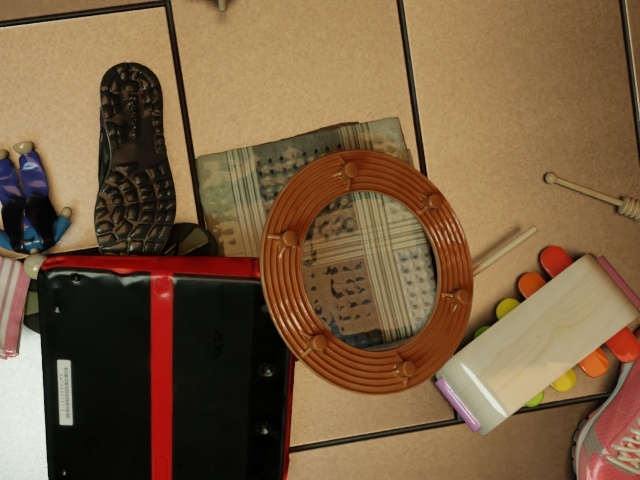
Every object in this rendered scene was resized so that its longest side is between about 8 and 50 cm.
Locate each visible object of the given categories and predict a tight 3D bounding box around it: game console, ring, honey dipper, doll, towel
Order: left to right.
[{"bbox_3d":[-0.485,0.070,1.392,0.197,0.029,0.144,19,59,-31],"label":"towel"},{"bbox_3d":[-0.411,-0.036,1.454,0.129,0.046,0.189,-16,82,-5],"label":"doll"},{"bbox_3d":[-0.205,0.199,1.439,0.342,0.060,0.387,2,114,-3],"label":"game console"},{"bbox_3d":[0.000,0.000,1.500,0.312,0.056,0.324,-11,86,-2],"label":"towel"},{"bbox_3d":[0.074,0.038,1.413,0.336,0.032,0.337,6,78,-29],"label":"ring"},{"bbox_3d":[0.409,-0.068,1.561,0.160,0.030,0.030,19,91,-5],"label":"honey dipper"}]

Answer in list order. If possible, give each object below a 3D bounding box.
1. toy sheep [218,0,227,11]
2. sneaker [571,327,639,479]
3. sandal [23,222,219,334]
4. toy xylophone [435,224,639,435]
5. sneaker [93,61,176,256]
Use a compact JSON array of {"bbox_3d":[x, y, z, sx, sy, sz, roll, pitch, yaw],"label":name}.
[{"bbox_3d":[-0.145,-0.381,1.461,0.091,0.091,0.132,-9,89,-5],"label":"toy sheep"},{"bbox_3d":[0.465,0.264,1.531,0.116,0.136,0.314,23,91,-6],"label":"sneaker"},{"bbox_3d":[-0.278,0.066,1.460,0.302,0.086,0.120,-15,64,7],"label":"sandal"},{"bbox_3d":[0.303,0.122,1.526,0.322,0.081,0.236,-29,77,0],"label":"toy xylophone"},{"bbox_3d":[-0.257,-0.092,1.442,0.107,0.124,0.283,3,84,-16],"label":"sneaker"}]
